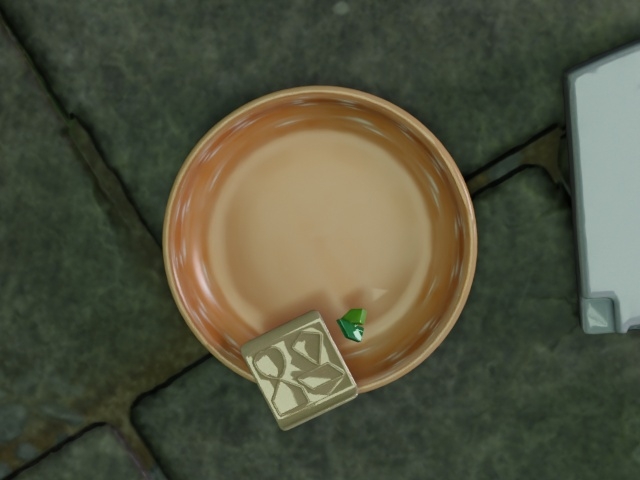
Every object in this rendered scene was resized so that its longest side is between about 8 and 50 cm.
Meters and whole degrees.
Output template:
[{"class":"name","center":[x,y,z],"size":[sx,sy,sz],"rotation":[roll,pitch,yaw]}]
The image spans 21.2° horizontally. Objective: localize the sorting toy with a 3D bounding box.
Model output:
[{"class":"sorting toy","center":[-0.001,0.076,1.080],"size":[0.083,0.012,0.062],"rotation":[-26,91,10]}]

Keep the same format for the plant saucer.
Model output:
[{"class":"plant saucer","center":[0.000,0.000,1.094],"size":[0.200,0.037,0.200],"rotation":[0,99,3]}]

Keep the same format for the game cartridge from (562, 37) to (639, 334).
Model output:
[{"class":"game cartridge","center":[0.302,-0.048,1.062],"size":[0.294,0.060,0.196],"rotation":[-4,101,4]}]
